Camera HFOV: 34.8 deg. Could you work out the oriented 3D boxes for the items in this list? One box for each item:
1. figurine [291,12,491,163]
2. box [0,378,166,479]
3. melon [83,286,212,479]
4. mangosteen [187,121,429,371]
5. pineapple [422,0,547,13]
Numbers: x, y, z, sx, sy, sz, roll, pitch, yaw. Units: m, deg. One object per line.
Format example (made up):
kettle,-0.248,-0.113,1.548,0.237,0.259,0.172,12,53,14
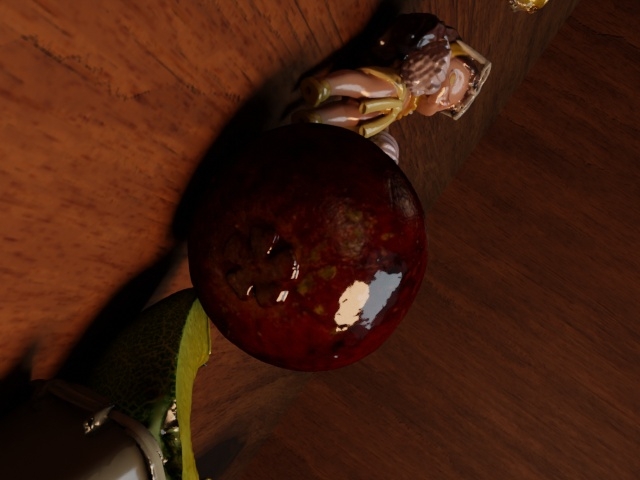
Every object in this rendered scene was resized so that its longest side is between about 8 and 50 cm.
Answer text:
figurine,0.072,-0.154,1.037,0.240,0.116,0.175,-35,157,-47
box,-0.203,0.242,0.772,0.135,0.163,0.243,-31,125,-42
melon,-0.158,0.172,0.887,0.169,0.129,0.265,42,44,-83
mangosteen,0.000,0.000,0.918,0.215,0.215,0.257,-58,168,20
pineapple,0.243,-0.397,1.066,0.334,0.158,0.161,-56,-150,37
